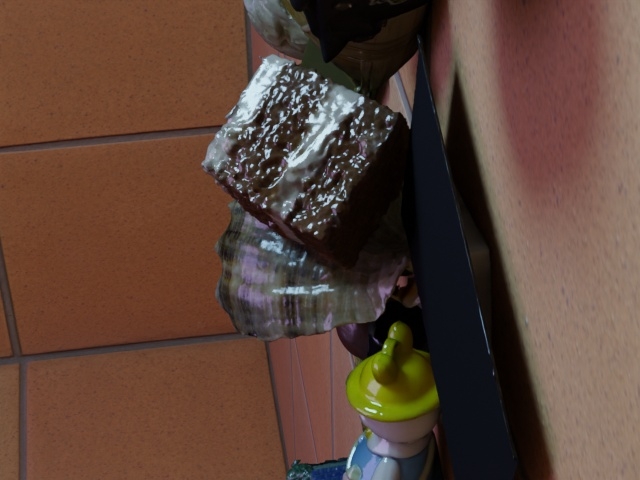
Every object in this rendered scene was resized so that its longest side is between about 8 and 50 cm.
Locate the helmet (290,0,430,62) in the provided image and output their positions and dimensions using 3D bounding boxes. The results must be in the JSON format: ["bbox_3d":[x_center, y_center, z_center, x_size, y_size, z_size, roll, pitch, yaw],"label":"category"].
[{"bbox_3d":[0.042,-0.241,0.917,0.279,0.160,0.230,71,-174,-55],"label":"helmet"}]

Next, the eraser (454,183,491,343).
[{"bbox_3d":[0.107,0.021,1.220,0.150,0.023,0.104,-107,13,-64],"label":"eraser"}]

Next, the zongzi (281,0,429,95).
[{"bbox_3d":[0.006,-0.232,1.289,0.197,0.099,0.194,47,165,7],"label":"zongzi"}]

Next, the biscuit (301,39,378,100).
[{"bbox_3d":[0.020,-0.168,1.703,0.099,0.038,0.322,45,171,4],"label":"biscuit"}]

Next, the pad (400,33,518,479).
[{"bbox_3d":[0.099,0.060,1.191,0.248,0.007,0.368,90,172,-56],"label":"pad"}]

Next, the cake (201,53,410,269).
[{"bbox_3d":[-0.010,-0.070,1.343,0.135,0.147,0.134,-57,-16,-6],"label":"cake"}]

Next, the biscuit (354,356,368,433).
[{"bbox_3d":[0.053,0.152,1.956,0.139,0.016,0.231,-170,74,-85],"label":"biscuit"}]

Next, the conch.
[{"bbox_3d":[-0.005,-0.016,1.486,0.291,0.210,0.159,16,123,67],"label":"conch"}]

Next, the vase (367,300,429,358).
[{"bbox_3d":[0.072,0.140,1.509,0.211,0.060,0.060,91,172,-52],"label":"vase"}]

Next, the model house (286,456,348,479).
[{"bbox_3d":[0.034,0.334,1.907,0.148,0.119,0.148,138,127,-74],"label":"model house"}]

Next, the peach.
[{"bbox_3d":[0.052,0.080,1.549,0.083,0.083,0.083,174,90,-85],"label":"peach"}]

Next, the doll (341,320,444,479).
[{"bbox_3d":[0.070,0.179,1.408,0.099,0.135,0.241,39,144,41],"label":"doll"}]

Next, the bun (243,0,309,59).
[{"bbox_3d":[-0.023,-0.285,1.727,0.193,0.128,0.178,-137,43,-79],"label":"bun"}]
